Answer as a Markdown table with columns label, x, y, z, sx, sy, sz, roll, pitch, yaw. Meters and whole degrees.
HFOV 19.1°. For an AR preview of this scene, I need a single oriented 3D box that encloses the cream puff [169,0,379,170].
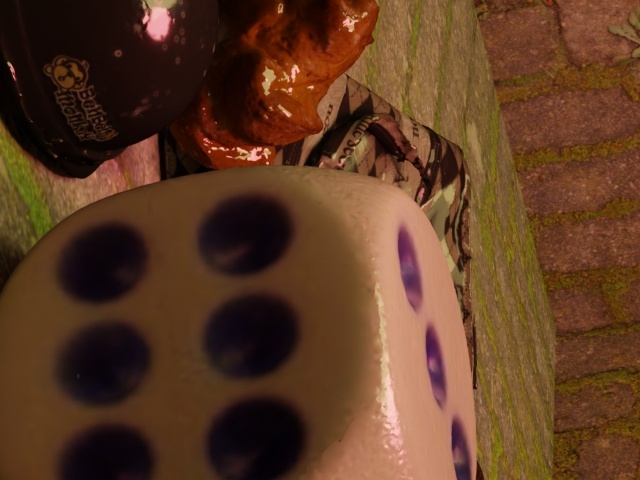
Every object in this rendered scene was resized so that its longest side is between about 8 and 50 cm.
| label | x | y | z | sx | sy | sz | roll | pitch | yaw |
| --- | --- | --- | --- | --- | --- | --- | --- | --- | --- |
| cream puff | -0.077 | -0.184 | 1.681 | 0.155 | 0.269 | 0.241 | 38 | 76 | -47 |

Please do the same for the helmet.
| label | x | y | z | sx | sy | sz | roll | pitch | yaw |
| --- | --- | --- | --- | --- | --- | --- | --- | --- | --- |
| helmet | -0.160 | -0.181 | 1.517 | 0.279 | 0.160 | 0.230 | 65 | 20 | -48 |

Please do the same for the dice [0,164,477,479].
| label | x | y | z | sx | sy | sz | roll | pitch | yaw |
| --- | --- | --- | --- | --- | --- | --- | --- | --- | --- |
| dice | -0.057 | 0.121 | 1.438 | 0.304 | 0.304 | 0.277 | 46 | 38 | -66 |

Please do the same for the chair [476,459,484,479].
| label | x | y | z | sx | sy | sz | roll | pitch | yaw |
| --- | --- | --- | --- | --- | --- | --- | --- | --- | --- |
| chair | 0.100 | 0.271 | 2.255 | 0.213 | 0.174 | 0.149 | 69 | 20 | -6 |

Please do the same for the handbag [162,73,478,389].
| label | x | y | z | sx | sy | sz | roll | pitch | yaw |
| --- | --- | --- | --- | --- | --- | --- | --- | --- | --- |
| handbag | 0.000 | 0.000 | 1.925 | 0.416 | 0.180 | 0.316 | 26 | 58 | -55 |
